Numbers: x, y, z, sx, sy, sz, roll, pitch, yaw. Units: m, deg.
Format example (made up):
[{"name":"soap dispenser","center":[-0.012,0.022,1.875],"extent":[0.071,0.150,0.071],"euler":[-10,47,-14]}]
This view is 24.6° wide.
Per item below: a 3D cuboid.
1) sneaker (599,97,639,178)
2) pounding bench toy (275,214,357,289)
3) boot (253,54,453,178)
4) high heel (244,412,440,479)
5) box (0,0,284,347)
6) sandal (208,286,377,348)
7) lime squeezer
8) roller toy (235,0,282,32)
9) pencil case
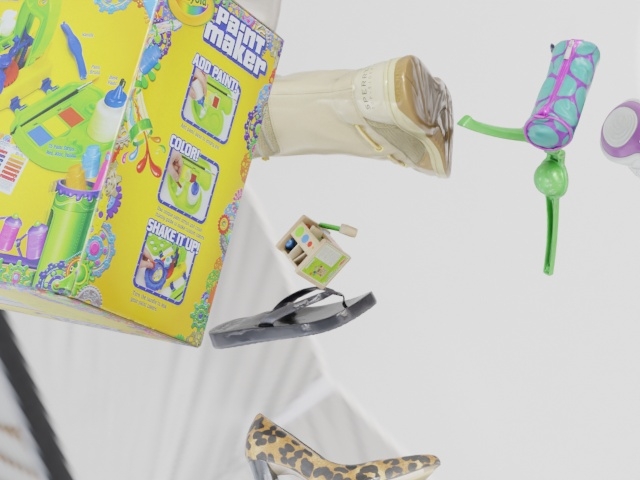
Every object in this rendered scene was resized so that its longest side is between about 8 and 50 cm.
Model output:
[{"name":"sneaker","center":[0.480,-0.084,1.867],"extent":[0.152,0.305,0.114],"euler":[25,-70,-28]},{"name":"pounding bench toy","center":[0.000,0.000,1.718],"extent":[0.083,0.065,0.052],"euler":[-48,-45,10]},{"name":"boot","center":[0.029,-0.120,1.546],"extent":[0.204,0.095,0.262],"euler":[-4,-11,16]},{"name":"high heel","center":[0.024,0.288,2.038],"extent":[0.261,0.186,0.093],"euler":[-20,-32,6]},{"name":"box","center":[-0.224,-0.082,1.230],"extent":[0.290,0.279,0.177],"euler":[9,-12,33]},{"name":"sandal","center":[-0.046,0.104,2.081],"extent":[0.255,0.054,0.097],"euler":[-12,10,19]},{"name":"lime squeezer","center":[0.285,-0.084,1.940],"extent":[0.059,0.310,0.110],"euler":[11,57,41]},{"name":"roller toy","center":[-0.124,-0.259,1.626],"extent":[0.146,0.209,0.191],"euler":[11,-11,-21]},{"name":"pencil case","center":[0.302,-0.185,1.837],"extent":[0.151,0.065,0.070],"euler":[-66,-31,-33]}]
